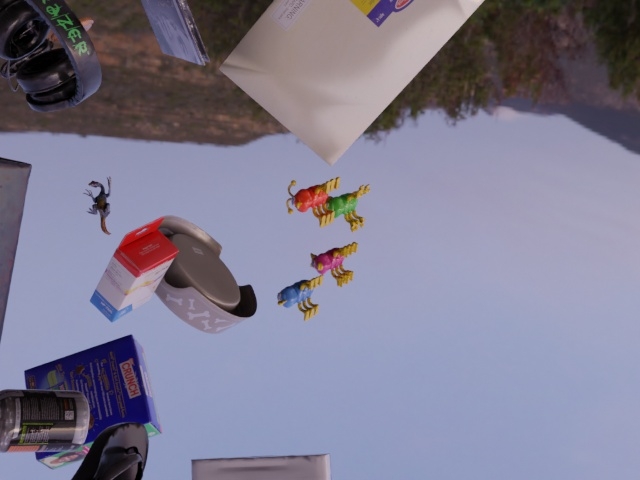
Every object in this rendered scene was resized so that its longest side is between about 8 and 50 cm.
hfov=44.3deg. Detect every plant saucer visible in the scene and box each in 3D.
[{"bbox_3d":[-0.456,-0.386,1.449,0.084,0.013,0.083,-27,-171,4],"label":"plant saucer"}]

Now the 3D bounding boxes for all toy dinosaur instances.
[{"bbox_3d":[-0.385,-0.067,1.363,0.047,0.090,0.082,-1,-152,-11],"label":"toy dinosaur"}]

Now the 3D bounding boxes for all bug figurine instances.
[{"bbox_3d":[0.000,0.000,1.469,0.072,0.278,0.216,22,-156,30],"label":"bug figurine"}]

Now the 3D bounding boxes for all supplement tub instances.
[{"bbox_3d":[-0.544,0.339,1.480,0.190,0.116,0.117,11,-171,-38],"label":"supplement tub"}]

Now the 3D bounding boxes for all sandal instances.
[{"bbox_3d":[-0.250,0.296,0.902,0.055,0.097,0.254,-4,-164,13],"label":"sandal"}]

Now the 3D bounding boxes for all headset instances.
[{"bbox_3d":[-0.523,-0.372,1.492,0.185,0.243,0.394,-44,-158,-30],"label":"headset"}]

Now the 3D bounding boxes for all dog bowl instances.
[{"bbox_3d":[-0.324,0.096,2.054,0.349,0.102,0.348,44,-166,-14],"label":"dog bowl"}]

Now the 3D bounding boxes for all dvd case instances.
[{"bbox_3d":[-0.264,-0.390,1.349,0.018,0.164,0.221,-30,-151,-18],"label":"dvd case"}]

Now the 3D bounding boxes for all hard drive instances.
[{"bbox_3d":[-0.081,0.474,1.128,0.210,0.318,0.040,-6,168,15],"label":"hard drive"}]

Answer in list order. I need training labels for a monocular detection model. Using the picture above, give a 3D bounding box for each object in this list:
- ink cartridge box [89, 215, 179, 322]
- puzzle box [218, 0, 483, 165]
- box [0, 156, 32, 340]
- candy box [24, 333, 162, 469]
[{"bbox_3d":[-0.408,0.064,1.757,0.078,0.231,0.134,43,-144,9],"label":"ink cartridge box"},{"bbox_3d":[0.055,-0.365,1.374,0.272,0.409,0.052,41,-163,-10],"label":"puzzle box"},{"bbox_3d":[-0.502,0.024,0.869,0.296,0.293,0.183,13,-175,29],"label":"box"},{"bbox_3d":[-0.623,0.441,2.158,0.317,0.268,0.122,-19,152,-1],"label":"candy box"}]
